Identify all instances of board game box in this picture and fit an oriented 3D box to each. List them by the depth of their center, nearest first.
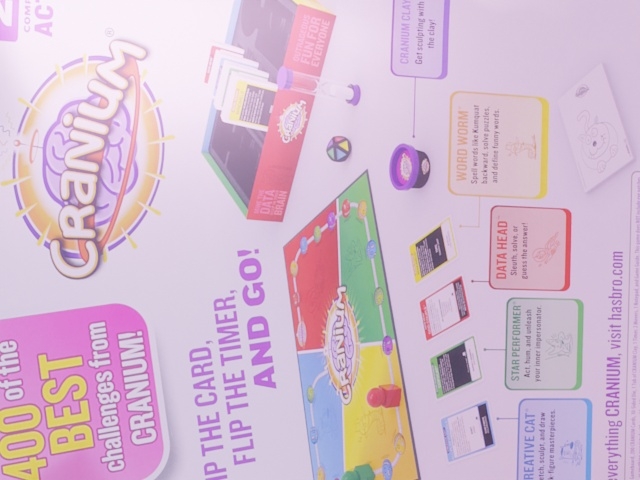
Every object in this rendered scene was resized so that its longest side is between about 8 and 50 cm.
[{"bbox_3d":[0.000,0.000,0.603,0.317,0.064,0.242,3,88,-20],"label":"board game box"}]
